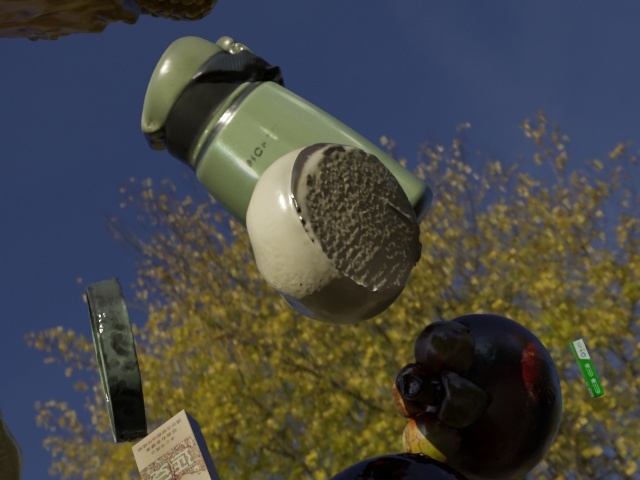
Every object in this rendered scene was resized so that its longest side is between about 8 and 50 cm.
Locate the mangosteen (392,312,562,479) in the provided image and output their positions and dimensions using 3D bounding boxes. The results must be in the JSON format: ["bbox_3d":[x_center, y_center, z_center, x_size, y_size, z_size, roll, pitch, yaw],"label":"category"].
[{"bbox_3d":[0.155,0.164,1.155,0.200,0.200,0.200,-11,-54,-15],"label":"mangosteen"}]

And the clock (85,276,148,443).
[{"bbox_3d":[-0.277,0.162,1.506,0.049,0.226,0.226,-10,-54,-15],"label":"clock"}]

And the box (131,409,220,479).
[{"bbox_3d":[-0.109,0.175,0.845,0.053,0.083,0.024,-37,-53,2],"label":"box"}]

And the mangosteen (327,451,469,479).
[{"bbox_3d":[0.091,0.300,0.983,0.250,0.211,0.211,30,-72,-28],"label":"mangosteen"}]

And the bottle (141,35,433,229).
[{"bbox_3d":[-0.050,-0.090,1.244,0.347,0.168,0.168,39,-73,5],"label":"bottle"}]

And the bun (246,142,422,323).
[{"bbox_3d":[0.000,0.000,1.044,0.173,0.173,0.120,26,-40,-34],"label":"bun"}]

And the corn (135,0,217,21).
[{"bbox_3d":[-0.155,-0.179,0.597,0.231,0.080,0.080,14,-63,-19],"label":"corn"}]

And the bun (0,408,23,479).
[{"bbox_3d":[-0.381,0.214,0.991,0.133,0.231,0.231,-21,-42,37],"label":"bun"}]

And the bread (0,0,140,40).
[{"bbox_3d":[-0.198,-0.167,0.308,0.394,0.250,0.361,-14,-8,-30],"label":"bread"}]

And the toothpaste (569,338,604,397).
[{"bbox_3d":[0.376,0.180,1.569,0.017,0.083,0.020,-20,-9,-1],"label":"toothpaste"}]
